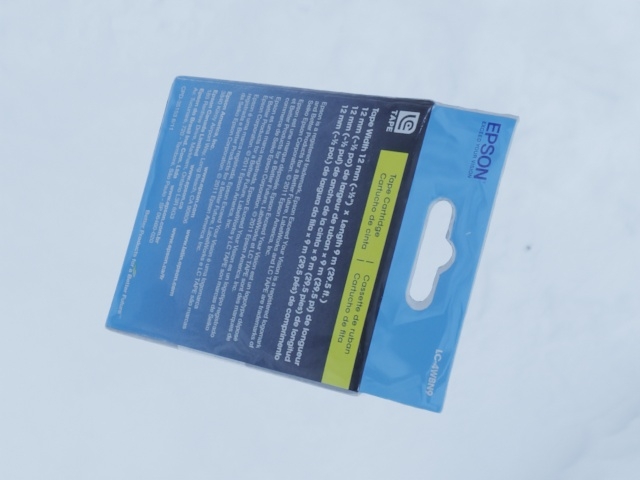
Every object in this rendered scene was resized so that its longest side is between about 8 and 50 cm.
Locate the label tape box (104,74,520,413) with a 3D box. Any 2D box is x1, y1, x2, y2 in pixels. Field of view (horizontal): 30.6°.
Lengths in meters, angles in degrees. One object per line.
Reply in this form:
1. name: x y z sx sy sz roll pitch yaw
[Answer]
1. label tape box: 0.000 0.000 1.029 0.348 0.115 0.249 11 82 30
